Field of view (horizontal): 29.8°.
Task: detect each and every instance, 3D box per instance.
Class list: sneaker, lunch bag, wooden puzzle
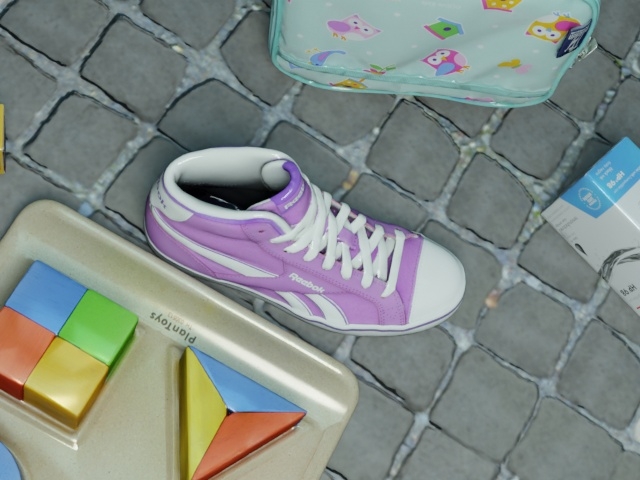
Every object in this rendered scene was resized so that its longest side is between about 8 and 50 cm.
[{"bbox_3d":[0.000,0.001,0.968,0.282,0.161,0.102,12,68,-10],"label":"sneaker"},{"bbox_3d":[0.097,-0.201,1.028,0.279,0.224,0.108,8,66,-4],"label":"lunch bag"},{"bbox_3d":[-0.173,0.174,0.911,0.322,0.080,0.348,30,68,-2],"label":"wooden puzzle"}]

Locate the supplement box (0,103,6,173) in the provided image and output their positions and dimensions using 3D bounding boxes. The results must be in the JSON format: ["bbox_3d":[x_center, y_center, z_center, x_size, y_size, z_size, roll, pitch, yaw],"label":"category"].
[{"bbox_3d":[-0.300,-0.083,0.982,0.083,0.055,0.043,0,72,-12],"label":"supplement box"}]

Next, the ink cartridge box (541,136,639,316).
[{"bbox_3d":[0.293,0.007,1.061,0.060,0.104,0.180,-41,84,-22],"label":"ink cartridge box"}]
